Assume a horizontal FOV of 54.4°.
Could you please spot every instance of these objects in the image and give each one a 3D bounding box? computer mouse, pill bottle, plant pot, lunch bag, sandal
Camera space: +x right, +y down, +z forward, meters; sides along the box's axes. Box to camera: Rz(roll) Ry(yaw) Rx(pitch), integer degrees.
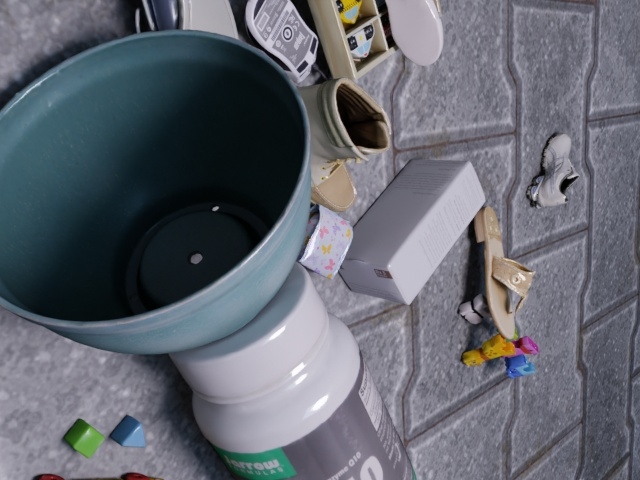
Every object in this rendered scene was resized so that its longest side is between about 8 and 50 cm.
[{"bbox_3d":[-0.035,-0.240,0.779,0.193,0.042,0.106,39,75,-46],"label":"computer mouse"},{"bbox_3d":[-0.026,0.212,0.747,0.204,0.204,0.361,-43,123,-30],"label":"pill bottle"},{"bbox_3d":[-0.139,-0.017,0.578,0.293,0.293,0.196,-55,156,-22],"label":"plant pot"},{"bbox_3d":[0.000,0.000,0.842,0.071,0.053,0.083,29,86,-40],"label":"lunch bag"},{"bbox_3d":[0.335,0.051,1.095,0.088,0.079,0.240,1,76,-51],"label":"sandal"}]

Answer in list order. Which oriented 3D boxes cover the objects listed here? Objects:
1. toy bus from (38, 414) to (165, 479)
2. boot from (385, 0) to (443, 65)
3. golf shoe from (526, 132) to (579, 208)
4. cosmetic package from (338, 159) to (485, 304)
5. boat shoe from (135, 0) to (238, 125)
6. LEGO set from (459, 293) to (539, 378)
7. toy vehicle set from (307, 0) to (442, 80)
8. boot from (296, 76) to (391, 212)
[{"bbox_3d":[-0.228,0.305,0.638,0.202,0.104,0.191,-39,121,-33],"label":"toy bus"},{"bbox_3d":[0.119,-0.329,0.808,0.190,0.069,0.086,60,43,-32],"label":"boot"},{"bbox_3d":[0.489,-0.140,1.260,0.069,0.086,0.176,38,69,-38],"label":"golf shoe"},{"bbox_3d":[0.133,-0.020,0.920,0.231,0.117,0.086,-49,125,-25],"label":"cosmetic package"},{"bbox_3d":[-0.149,-0.238,0.639,0.095,0.079,0.255,-48,136,-47],"label":"boat shoe"},{"bbox_3d":[0.320,0.200,1.166,0.227,0.093,0.087,39,39,-35],"label":"LEGO set"},{"bbox_3d":[0.076,-0.341,0.839,0.267,0.035,0.166,-45,125,-40],"label":"toy vehicle set"},{"bbox_3d":[0.022,-0.108,0.765,0.077,0.165,0.213,-54,128,-23],"label":"boot"}]
